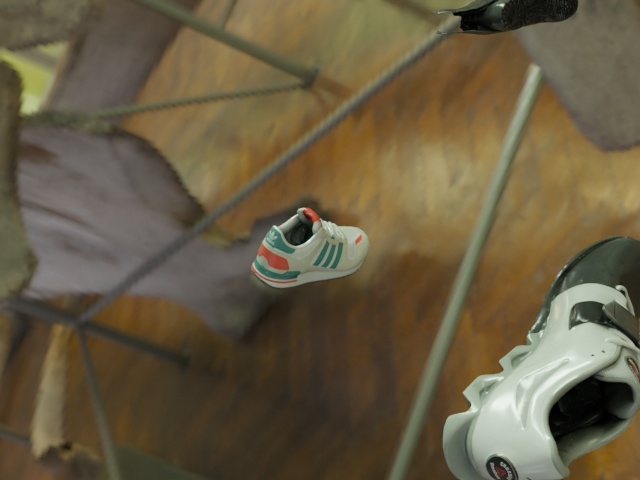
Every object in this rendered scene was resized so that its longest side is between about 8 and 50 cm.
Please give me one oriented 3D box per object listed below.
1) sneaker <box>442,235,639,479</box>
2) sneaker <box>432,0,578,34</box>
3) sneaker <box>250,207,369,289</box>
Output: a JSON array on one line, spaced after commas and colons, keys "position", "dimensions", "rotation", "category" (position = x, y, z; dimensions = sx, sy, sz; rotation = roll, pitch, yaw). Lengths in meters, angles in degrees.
[{"position": [0.269, 0.120, 1.394], "dimensions": [0.146, 0.122, 0.330], "rotation": [1, 40, 47], "category": "sneaker"}, {"position": [0.225, -0.277, 1.738], "dimensions": [0.089, 0.170, 0.051], "rotation": [5, 109, 51], "category": "sneaker"}, {"position": [0.000, 0.000, 1.549], "dimensions": [0.057, 0.161, 0.075], "rotation": [43, 130, 33], "category": "sneaker"}]
